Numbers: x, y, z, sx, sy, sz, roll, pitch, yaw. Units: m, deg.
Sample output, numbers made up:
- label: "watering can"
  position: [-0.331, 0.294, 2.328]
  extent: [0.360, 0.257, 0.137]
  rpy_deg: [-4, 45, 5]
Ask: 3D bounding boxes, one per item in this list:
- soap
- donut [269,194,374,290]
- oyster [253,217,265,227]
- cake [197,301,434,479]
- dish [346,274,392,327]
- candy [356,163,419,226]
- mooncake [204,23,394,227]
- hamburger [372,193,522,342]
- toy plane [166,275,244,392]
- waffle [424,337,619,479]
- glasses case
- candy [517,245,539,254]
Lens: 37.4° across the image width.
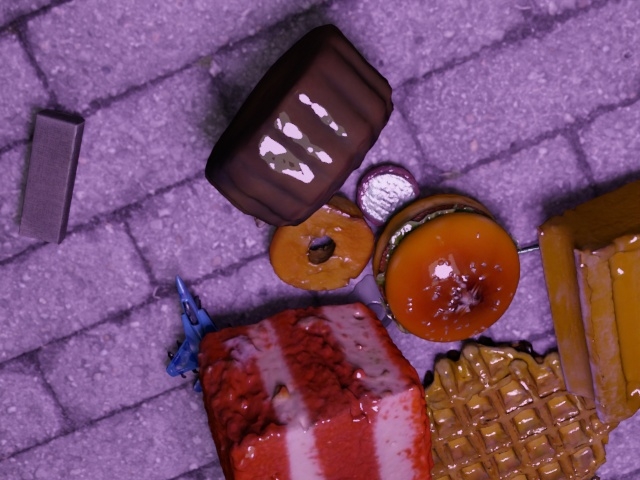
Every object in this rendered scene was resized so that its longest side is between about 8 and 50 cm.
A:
- label: "soap"
  position: [0.510, 0.082, 1.475]
  extent: [0.293, 0.156, 0.335]
  rpy_deg: [-25, 118, -13]
- label: "donut"
  position: [0.000, 0.000, 1.514]
  extent: [0.162, 0.065, 0.178]
  rpy_deg: [26, 125, -20]
- label: "oyster"
  position: [-0.105, -0.068, 1.508]
  extent: [0.038, 0.081, 0.083]
  rpy_deg: [12, 76, 18]
- label: "cake"
  position: [-0.011, 0.276, 1.485]
  extent: [0.319, 0.269, 0.270]
  rpy_deg: [-16, 128, -12]
- label: "dish"
  position: [0.081, 0.128, 1.594]
  extent: [0.091, 0.039, 0.137]
  rpy_deg: [32, 105, -12]
- label: "candy"
  position: [0.108, -0.073, 1.520]
  extent: [0.103, 0.043, 0.103]
  rpy_deg: [1, 109, 2]
- label: "mooncake"
  position: [-0.028, -0.154, 1.363]
  extent: [0.161, 0.290, 0.290]
  rpy_deg: [38, 105, -16]
- label: "hamburger"
  position: [0.206, 0.056, 1.481]
  extent: [0.245, 0.170, 0.246]
  rpy_deg: [-6, 116, -12]
- label: "toy plane"
  position: [-0.196, 0.152, 1.574]
  extent: [0.169, 0.078, 0.247]
  rpy_deg: [-16, 116, 5]
- label: "waffle"
  position: [0.327, 0.357, 1.659]
  extent: [0.379, 0.095, 0.382]
  rpy_deg: [12, 111, -7]
- label: "glasses case"
  position: [-0.425, -0.100, 1.501]
  extent: [0.070, 0.047, 0.205]
  rpy_deg: [14, 110, -1]
- label: "candy"
  position: [0.400, 0.001, 1.554]
  extent: [0.200, 0.060, 0.061]
  rpy_deg: [-15, 110, 14]
